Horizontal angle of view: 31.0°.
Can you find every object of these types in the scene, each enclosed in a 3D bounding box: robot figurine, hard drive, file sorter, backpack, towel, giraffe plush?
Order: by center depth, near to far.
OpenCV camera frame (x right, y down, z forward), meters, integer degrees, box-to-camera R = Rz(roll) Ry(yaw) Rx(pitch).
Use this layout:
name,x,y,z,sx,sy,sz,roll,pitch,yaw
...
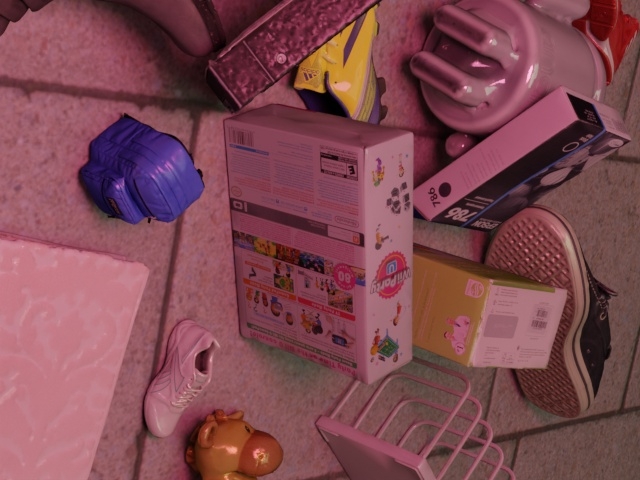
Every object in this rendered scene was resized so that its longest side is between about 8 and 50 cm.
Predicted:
name,x,y,z,sx,sy,sz,roll,pitch,yaw
towel,-0.354,0.145,1.223,0.332,0.053,0.316,16,91,-50
backpack,-0.193,-0.067,1.270,0.101,0.120,0.098,-50,136,-23
hard drive,0.020,-0.266,1.276,0.339,0.237,0.064,-39,97,-1
giraffe plush,-0.111,0.310,1.500,0.210,0.181,0.170,7,88,-15
robot figurine,0.283,-0.237,1.676,0.354,0.200,0.299,7,119,-49
file sorter,0.158,0.323,1.755,0.173,0.193,0.277,-52,136,-25

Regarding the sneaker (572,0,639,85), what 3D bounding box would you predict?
name,x,y,z,sx,sy,sz,roll,pitch,yaw
sneaker,0.483,-0.381,1.953,0.128,0.087,0.221,-50,148,-35

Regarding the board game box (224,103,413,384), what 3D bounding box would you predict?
name,x,y,z,sx,sy,sz,roll,pitch,yaw
board game box,0.000,0.000,1.433,0.098,0.224,0.303,-24,121,-44

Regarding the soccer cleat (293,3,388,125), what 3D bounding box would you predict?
name,x,y,z,sx,sy,sz,roll,pitch,yaw
soccer cleat,0.011,-0.246,1.454,0.121,0.093,0.289,-32,126,-29

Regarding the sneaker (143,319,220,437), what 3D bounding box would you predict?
name,x,y,z,sx,sy,sz,roll,pitch,yaw
sneaker,-0.172,0.177,1.431,0.054,0.061,0.152,18,92,-52

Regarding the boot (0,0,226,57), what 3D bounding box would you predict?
name,x,y,z,sx,sy,sz,roll,pitch,yaw
boot,-0.261,-0.251,1.125,0.223,0.118,0.338,-44,128,-2

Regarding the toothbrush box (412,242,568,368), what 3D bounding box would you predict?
name,x,y,z,sx,sy,sz,roll,pitch,yaw
toothbrush box,0.161,0.079,1.593,0.206,0.283,0.122,9,96,-49

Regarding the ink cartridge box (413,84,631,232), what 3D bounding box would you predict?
name,x,y,z,sx,sy,sz,roll,pitch,yaw
ink cartridge box,0.262,-0.092,1.646,0.165,0.333,0.065,8,55,-49

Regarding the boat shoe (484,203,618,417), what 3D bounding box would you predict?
name,x,y,z,sx,sy,sz,roll,pitch,yaw
boat shoe,0.399,0.104,1.957,0.156,0.187,0.500,-53,141,-28
